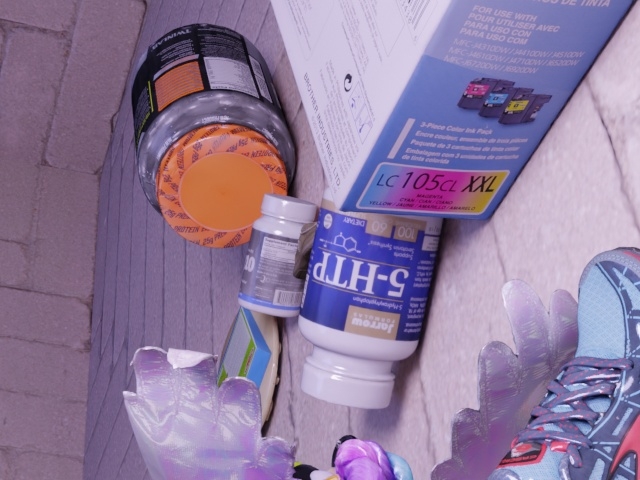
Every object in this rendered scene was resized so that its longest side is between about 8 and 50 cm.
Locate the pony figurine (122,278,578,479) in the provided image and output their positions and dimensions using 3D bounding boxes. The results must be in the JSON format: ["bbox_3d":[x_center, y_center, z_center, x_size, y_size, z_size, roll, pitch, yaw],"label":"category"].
[{"bbox_3d":[0.033,0.225,0.834,0.351,0.303,0.363,92,173,-46],"label":"pony figurine"}]

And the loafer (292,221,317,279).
[{"bbox_3d":[0.000,0.000,1.415,0.148,0.056,0.050,132,138,-60],"label":"loafer"}]

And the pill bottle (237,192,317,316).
[{"bbox_3d":[-0.049,0.017,1.530,0.078,0.078,0.137,-150,71,-73],"label":"pill bottle"}]

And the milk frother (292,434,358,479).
[{"bbox_3d":[-0.037,0.253,1.249,0.129,0.135,0.143,26,111,41],"label":"milk frother"}]

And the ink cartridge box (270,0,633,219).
[{"bbox_3d":[0.109,-0.239,0.962,0.395,0.151,0.270,116,145,-47],"label":"ink cartridge box"}]

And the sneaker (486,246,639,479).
[{"bbox_3d":[0.155,0.118,0.704,0.104,0.125,0.261,131,145,-59],"label":"sneaker"}]

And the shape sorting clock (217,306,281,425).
[{"bbox_3d":[-0.095,0.175,1.654,0.206,0.040,0.206,-166,90,-72],"label":"shape sorting clock"}]

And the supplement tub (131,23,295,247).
[{"bbox_3d":[-0.147,-0.143,1.727,0.338,0.207,0.207,-107,31,-58],"label":"supplement tub"}]

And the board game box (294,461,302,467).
[{"bbox_3d":[-0.094,0.280,1.499,0.181,0.092,0.043,146,130,-68],"label":"board game box"}]

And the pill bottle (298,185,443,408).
[{"bbox_3d":[0.040,0.051,1.153,0.112,0.112,0.186,-153,73,-73],"label":"pill bottle"}]
